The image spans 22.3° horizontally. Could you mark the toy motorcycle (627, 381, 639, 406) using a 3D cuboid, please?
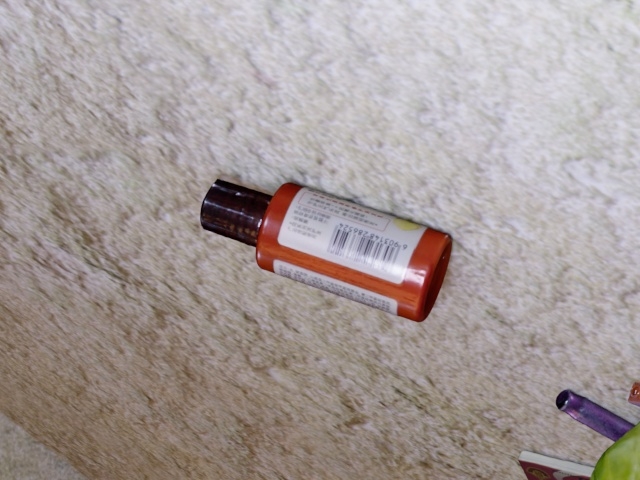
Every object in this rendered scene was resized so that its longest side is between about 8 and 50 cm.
[{"bbox_3d":[0.431,0.179,1.806,0.118,0.084,0.212,29,162,-32],"label":"toy motorcycle"}]

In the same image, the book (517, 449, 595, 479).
[{"bbox_3d":[0.381,0.372,2.317,0.162,0.022,0.232,12,152,27],"label":"book"}]

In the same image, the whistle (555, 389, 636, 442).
[{"bbox_3d":[0.373,0.237,2.036,0.176,0.033,0.033,30,156,-11],"label":"whistle"}]

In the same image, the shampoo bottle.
[{"bbox_3d":[0.000,0.000,1.804,0.278,0.104,0.104,19,156,12],"label":"shampoo bottle"}]

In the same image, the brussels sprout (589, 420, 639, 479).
[{"bbox_3d":[0.429,0.307,1.956,0.223,0.161,0.223,9,126,13],"label":"brussels sprout"}]
